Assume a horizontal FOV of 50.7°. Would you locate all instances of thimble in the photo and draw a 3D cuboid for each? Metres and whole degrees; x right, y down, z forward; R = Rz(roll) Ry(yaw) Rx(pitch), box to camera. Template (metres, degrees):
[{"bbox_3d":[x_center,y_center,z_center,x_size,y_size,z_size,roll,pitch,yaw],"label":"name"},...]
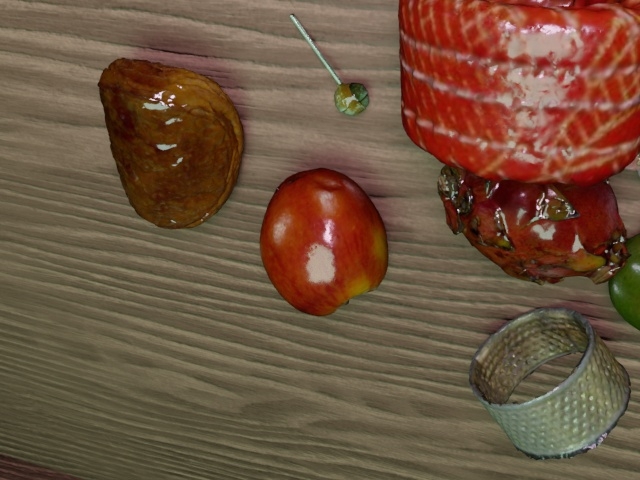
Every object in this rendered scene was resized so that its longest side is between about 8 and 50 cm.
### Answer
[{"bbox_3d":[0.436,0.268,1.300,0.271,0.271,0.150,-25,114,37],"label":"thimble"},{"bbox_3d":[0.278,-0.235,0.901,0.350,0.350,0.230,10,126,16],"label":"thimble"}]

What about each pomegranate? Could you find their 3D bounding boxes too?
[{"bbox_3d":[0.602,0.067,1.134,0.190,0.159,0.241,22,128,4],"label":"pomegranate"}]

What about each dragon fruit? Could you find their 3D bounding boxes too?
[{"bbox_3d":[0.352,-0.053,1.095,0.315,0.250,0.250,25,135,23],"label":"dragon fruit"}]

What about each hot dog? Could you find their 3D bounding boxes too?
[{"bbox_3d":[-0.290,-0.186,1.296,0.267,0.174,0.387,19,142,10],"label":"hot dog"}]

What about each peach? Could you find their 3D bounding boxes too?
[{"bbox_3d":[0.000,0.000,1.286,0.281,0.238,0.281,52,158,30],"label":"peach"}]

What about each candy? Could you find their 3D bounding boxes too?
[{"bbox_3d":[0.012,-0.302,1.153,0.061,0.061,0.202,-28,106,38],"label":"candy"}]

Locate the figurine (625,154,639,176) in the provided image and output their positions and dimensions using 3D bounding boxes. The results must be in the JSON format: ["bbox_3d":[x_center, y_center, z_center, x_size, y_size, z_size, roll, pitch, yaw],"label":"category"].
[{"bbox_3d":[0.523,-0.133,1.069,0.098,0.081,0.146,41,163,54],"label":"figurine"}]
